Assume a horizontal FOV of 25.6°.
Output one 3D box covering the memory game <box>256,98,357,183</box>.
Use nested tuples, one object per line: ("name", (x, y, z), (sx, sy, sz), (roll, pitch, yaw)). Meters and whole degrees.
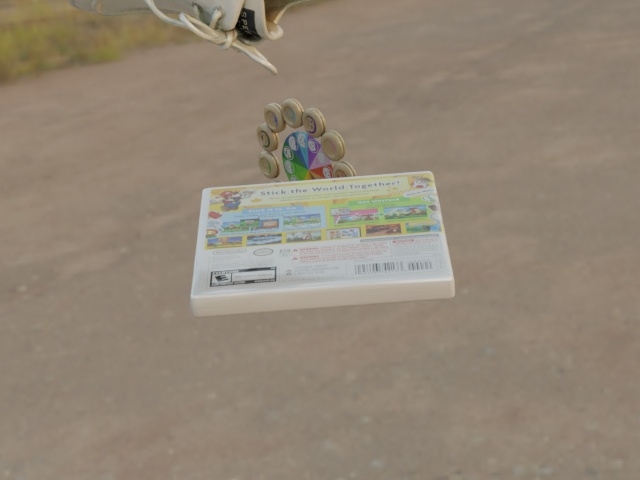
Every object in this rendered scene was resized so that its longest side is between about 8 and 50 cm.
("memory game", (-0.018, -0.083, 1.705), (0.012, 0.186, 0.186), (-25, 21, -34))

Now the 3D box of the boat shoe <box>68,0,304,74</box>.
("boat shoe", (-0.071, -0.229, 1.303), (0.367, 0.156, 0.136), (-10, -8, 18))

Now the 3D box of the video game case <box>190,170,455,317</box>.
("video game case", (0.000, 0.000, 1.289), (0.227, 0.026, 0.206), (-5, 30, 1))
